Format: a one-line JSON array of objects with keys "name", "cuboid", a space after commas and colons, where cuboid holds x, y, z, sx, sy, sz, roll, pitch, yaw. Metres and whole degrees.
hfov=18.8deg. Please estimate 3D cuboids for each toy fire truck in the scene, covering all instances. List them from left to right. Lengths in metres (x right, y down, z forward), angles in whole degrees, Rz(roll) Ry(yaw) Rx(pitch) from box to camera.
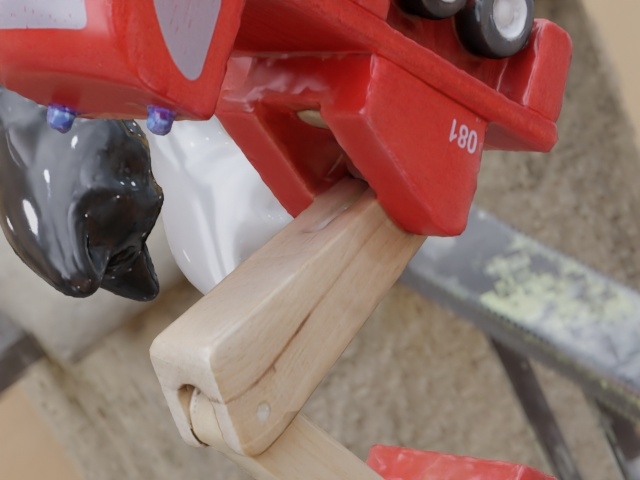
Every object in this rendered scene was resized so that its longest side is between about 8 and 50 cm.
[{"name": "toy fire truck", "cuboid": [0.000, 0.000, 0.405, 0.047, 0.192, 0.135, 4, 76, 42]}]

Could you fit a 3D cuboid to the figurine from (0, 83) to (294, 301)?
[{"name": "figurine", "cuboid": [-0.093, -0.059, 0.774, 0.092, 0.215, 0.209, -36, 72, 17]}]
